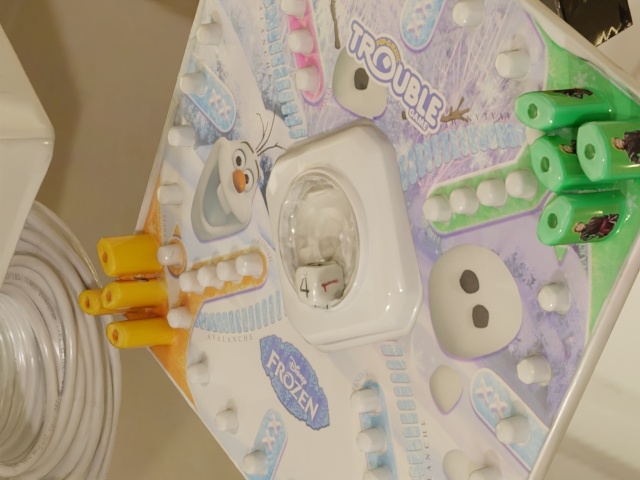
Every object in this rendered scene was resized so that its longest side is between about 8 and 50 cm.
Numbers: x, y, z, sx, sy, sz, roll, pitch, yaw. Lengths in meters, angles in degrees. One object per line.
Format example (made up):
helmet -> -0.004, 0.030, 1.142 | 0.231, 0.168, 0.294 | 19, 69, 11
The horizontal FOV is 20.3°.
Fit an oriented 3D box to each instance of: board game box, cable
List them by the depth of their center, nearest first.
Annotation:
board game box -> 0.000, 0.000, 1.024 | 0.050, 0.390, 0.390 | -6, 129, -36
cable -> -0.229, 0.087, 1.181 | 0.089, 0.257, 0.257 | -7, 163, 25

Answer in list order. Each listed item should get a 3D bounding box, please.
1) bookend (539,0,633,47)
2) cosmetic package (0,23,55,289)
bookend -> 0.172, -0.249, 1.520 | 0.157, 0.072, 0.156 | 23, 139, 53
cosmetic package -> -0.214, -0.042, 0.669 | 0.151, 0.183, 0.151 | -2, 136, -33
